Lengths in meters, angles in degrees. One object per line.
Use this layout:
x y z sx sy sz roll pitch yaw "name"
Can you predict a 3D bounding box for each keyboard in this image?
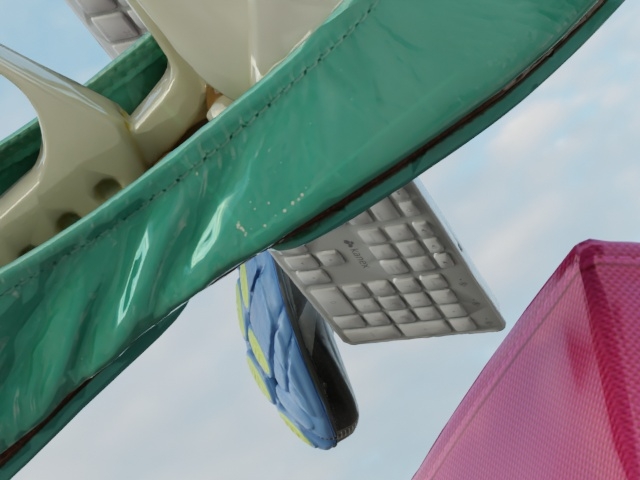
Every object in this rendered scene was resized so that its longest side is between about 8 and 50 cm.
-0.009 -0.030 0.577 0.072 0.014 0.256 -12 -38 21 "keyboard"

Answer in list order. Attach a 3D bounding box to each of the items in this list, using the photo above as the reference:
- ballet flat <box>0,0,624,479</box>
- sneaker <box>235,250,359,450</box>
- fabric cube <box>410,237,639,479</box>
-0.040 -0.025 0.354 0.247 0.083 0.087 -38 -61 5 "ballet flat"
0.000 0.000 0.732 0.078 0.188 0.067 0 -28 -10 "sneaker"
0.152 0.188 0.445 0.254 0.258 0.259 7 -39 -18 "fabric cube"
